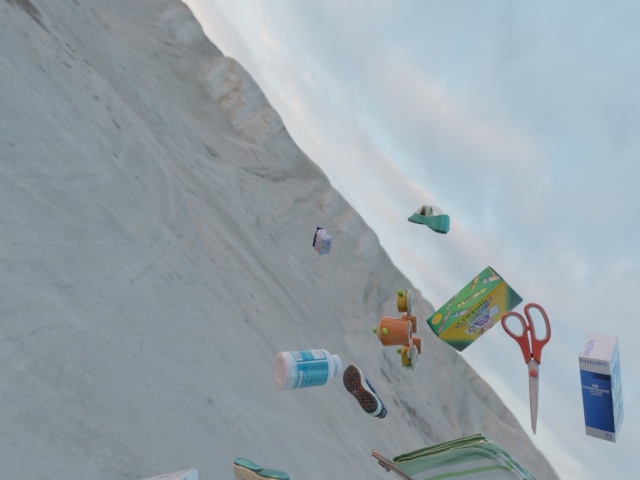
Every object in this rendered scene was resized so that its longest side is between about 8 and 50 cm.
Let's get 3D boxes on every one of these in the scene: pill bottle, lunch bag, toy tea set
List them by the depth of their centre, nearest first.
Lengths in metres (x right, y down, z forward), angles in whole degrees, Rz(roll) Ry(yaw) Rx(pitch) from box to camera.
[{"bbox_3d":[0.264,0.325,1.437,0.200,0.124,0.336,-69,148,-44],"label":"toy tea set"},{"bbox_3d":[0.000,0.000,1.486,0.083,0.053,0.071,52,-39,41],"label":"lunch bag"},{"bbox_3d":[-0.047,0.516,1.700,0.264,0.146,0.146,5,22,-29],"label":"pill bottle"}]

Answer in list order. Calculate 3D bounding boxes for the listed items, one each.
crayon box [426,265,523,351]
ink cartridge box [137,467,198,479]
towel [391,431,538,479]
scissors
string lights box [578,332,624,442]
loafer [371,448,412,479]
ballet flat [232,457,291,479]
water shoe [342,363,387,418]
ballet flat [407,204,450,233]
[{"bbox_3d":[0.511,0.233,1.399,0.165,0.278,0.081,35,16,-36],"label":"crayon box"},{"bbox_3d":[-0.487,0.900,1.292,0.129,0.223,0.308,71,6,-73],"label":"ink cartridge box"},{"bbox_3d":[0.338,0.517,0.836,0.325,0.248,0.038,43,39,-7],"label":"towel"},{"bbox_3d":[0.519,0.299,1.008,0.021,0.109,0.297,41,39,-59],"label":"scissors"},{"bbox_3d":[0.793,0.412,1.188,0.076,0.133,0.260,0,-70,44],"label":"string lights box"},{"bbox_3d":[0.178,0.553,1.022,0.125,0.039,0.045,21,-12,17],"label":"loafer"},{"bbox_3d":[-0.197,0.791,1.394,0.248,0.086,0.086,-5,-45,39],"label":"ballet flat"},{"bbox_3d":[0.136,0.480,1.328,0.080,0.073,0.203,46,3,-34],"label":"water shoe"},{"bbox_3d":[0.407,-0.088,1.568,0.083,0.087,0.247,7,10,-18],"label":"ballet flat"}]
